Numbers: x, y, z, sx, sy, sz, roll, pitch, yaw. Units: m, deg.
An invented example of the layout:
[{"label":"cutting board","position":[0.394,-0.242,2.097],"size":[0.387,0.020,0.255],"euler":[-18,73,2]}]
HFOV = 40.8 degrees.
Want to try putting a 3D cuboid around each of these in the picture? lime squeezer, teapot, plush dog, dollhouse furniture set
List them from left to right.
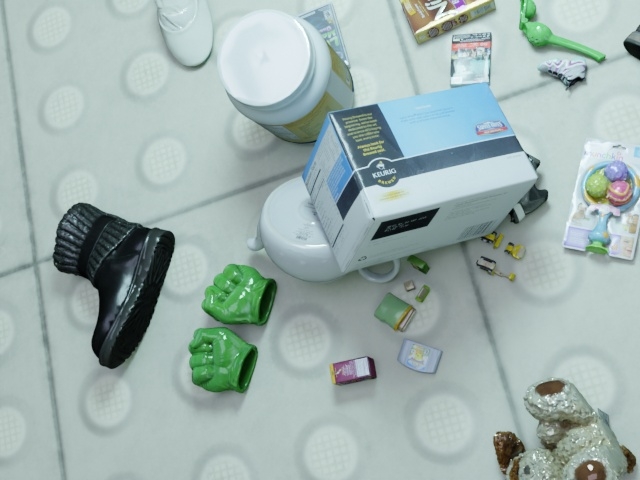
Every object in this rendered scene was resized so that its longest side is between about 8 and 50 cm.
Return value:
[{"label":"teapot","position":[0.000,0.000,1.785],"size":[0.252,0.187,0.256],"euler":[-21,48,-15]},{"label":"dollhouse furniture set","position":[0.170,0.108,1.760],"size":[0.076,0.058,0.152],"euler":[31,87,23]},{"label":"lime squeezer","position":[0.466,-0.480,1.819],"size":[0.110,0.059,0.310],"euler":[-33,68,8]},{"label":"plush dog","position":[0.430,0.415,1.553],"size":[0.225,0.210,0.262],"euler":[-40,39,20]}]

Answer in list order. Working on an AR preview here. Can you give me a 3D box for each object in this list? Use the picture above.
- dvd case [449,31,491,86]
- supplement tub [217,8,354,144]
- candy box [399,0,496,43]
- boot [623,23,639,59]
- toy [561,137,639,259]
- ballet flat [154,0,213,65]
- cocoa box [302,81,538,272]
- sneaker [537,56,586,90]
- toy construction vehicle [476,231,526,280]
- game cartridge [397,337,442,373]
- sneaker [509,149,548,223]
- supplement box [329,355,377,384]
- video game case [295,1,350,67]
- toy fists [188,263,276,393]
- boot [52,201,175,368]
[{"label":"dvd case","position":[0.326,-0.392,1.865],"size":[0.087,0.013,0.120],"euler":[0,75,18]},{"label":"supplement tub","position":[-0.069,-0.338,1.803],"size":[0.228,0.316,0.228],"euler":[-2,84,16]},{"label":"candy box","position":[0.278,-0.524,1.895],"size":[0.186,0.053,0.109],"euler":[-24,71,13]},{"label":"boot","position":[0.754,-0.430,1.691],"size":[0.263,0.091,0.229],"euler":[37,90,25]},{"label":"toy","position":[0.564,-0.091,1.684],"size":[0.136,0.056,0.237],"euler":[12,80,19]},{"label":"ballet flat","position":[-0.353,-0.617,2.086],"size":[0.139,0.139,0.400],"euler":[-14,72,15]},{"label":"cocoa box","position":[0.177,-0.121,1.620],"size":[0.347,0.231,0.228],"euler":[-14,67,-21]},{"label":"sneaker","position":[0.500,-0.341,1.780],"size":[0.098,0.038,0.069],"euler":[-3,74,18]},{"label":"toy construction vehicle","position":[0.357,0.030,1.736],"size":[0.098,0.035,0.086],"euler":[21,72,19]},{"label":"game cartridge","position":[0.199,0.236,1.741],"size":[0.083,0.017,0.056],"euler":[16,85,22]},{"label":"sneaker","position":[0.386,-0.157,1.747],"size":[0.106,0.078,0.234],"euler":[-26,79,3]},{"label":"supplement box","position":[0.066,0.266,1.755],"size":[0.083,0.055,0.043],"euler":[-14,72,14]},{"label":"video game case","position":[-0.040,-0.444,1.995],"size":[0.190,0.022,0.173],"euler":[-19,71,13]},{"label":"toy fists","position":[-0.201,0.185,1.844],"size":[0.142,0.096,0.279],"euler":[12,81,22]},{"label":"boot","position":[-0.501,0.097,1.943],"size":[0.260,0.131,0.348],"euler":[14,70,14]}]
